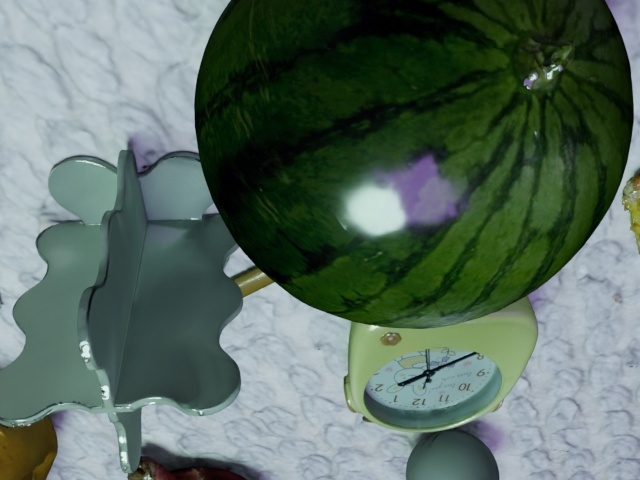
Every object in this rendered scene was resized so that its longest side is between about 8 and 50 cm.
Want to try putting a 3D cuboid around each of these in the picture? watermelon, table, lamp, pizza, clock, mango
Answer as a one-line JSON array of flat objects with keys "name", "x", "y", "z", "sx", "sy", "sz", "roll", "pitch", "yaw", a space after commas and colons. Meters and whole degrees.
[{"name": "watermelon", "x": 0.049, "y": -0.065, "z": 0.411, "sx": 0.243, "sy": 0.242, "sz": 0.242, "roll": -3, "pitch": 132, "yaw": -3}, {"name": "table", "x": -0.139, "y": 0.047, "z": 0.519, "sx": 0.167, "sy": 0.198, "sz": 0.166, "roll": -3, "pitch": 132, "yaw": -3}, {"name": "lamp", "x": 0.150, "y": 0.269, "z": 0.815, "sx": 0.105, "sy": 0.105, "sz": 0.105, "roll": -3, "pitch": 132, "yaw": -3}, {"name": "pizza", "x": 0.312, "y": -0.019, "z": 0.620, "sx": 0.123, "sy": 0.026, "sz": 0.108, "roll": 2, "pitch": 134, "yaw": -8}, {"name": "clock", "x": 0.103, "y": 0.128, "z": 0.705, "sx": 0.170, "sy": 0.069, "sz": 0.231, "roll": 2, "pitch": 133, "yaw": -8}, {"name": "mango", "x": -0.341, "y": 0.247, "z": 0.724, "sx": 0.156, "sy": 0.151, "sz": 0.248, "roll": -32, "pitch": 153, "yaw": -33}]

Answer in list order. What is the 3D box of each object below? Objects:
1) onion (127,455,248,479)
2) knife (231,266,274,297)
[{"name": "onion", "x": -0.163, "y": 0.334, "z": 0.822, "sx": 0.173, "sy": 0.135, "sz": 0.198, "roll": -26, "pitch": 127, "yaw": 14}, {"name": "knife", "x": 0.000, "y": 0.001, "z": 0.611, "sx": 0.256, "sy": 0.022, "sz": 0.046, "roll": -27, "pitch": 125, "yaw": 18}]
